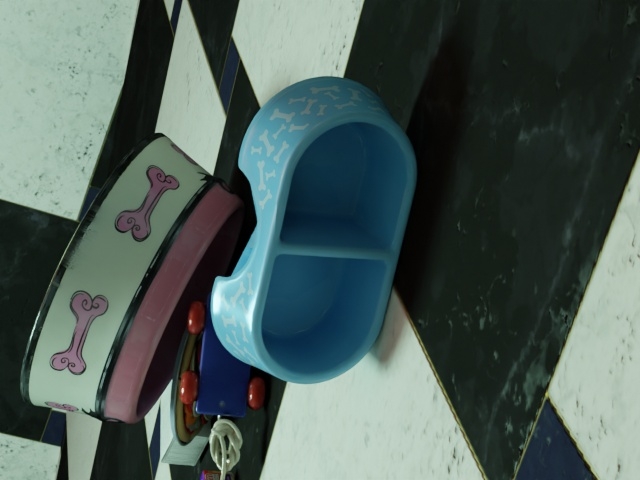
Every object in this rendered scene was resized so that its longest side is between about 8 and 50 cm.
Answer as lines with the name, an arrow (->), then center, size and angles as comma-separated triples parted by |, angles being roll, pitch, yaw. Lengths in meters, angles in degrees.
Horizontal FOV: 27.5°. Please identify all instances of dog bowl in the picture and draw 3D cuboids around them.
dog bowl -> 0.000, 0.000, 1.220 | 0.074, 0.166, 0.297 | 40, 121, 57
dog bowl -> -0.240, 0.067, 1.772 | 0.408, 0.150, 0.408 | 25, -90, -87

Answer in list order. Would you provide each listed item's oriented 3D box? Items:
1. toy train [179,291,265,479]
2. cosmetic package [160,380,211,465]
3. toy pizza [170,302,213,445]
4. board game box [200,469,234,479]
toy train -> -0.127, 0.197, 1.666 | 0.143, 0.105, 0.248 | 131, 145, -79
cosmetic package -> -0.202, 0.208, 1.961 | 0.099, 0.060, 0.239 | 121, 152, -50
toy pizza -> -0.162, 0.185, 1.802 | 0.201, 0.032, 0.201 | 9, -90, -80
board game box -> -0.135, 0.413, 1.668 | 0.193, 0.045, 0.146 | -110, 32, -57
